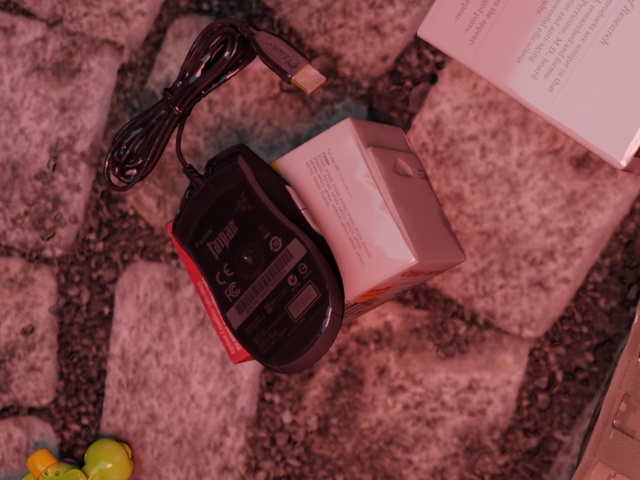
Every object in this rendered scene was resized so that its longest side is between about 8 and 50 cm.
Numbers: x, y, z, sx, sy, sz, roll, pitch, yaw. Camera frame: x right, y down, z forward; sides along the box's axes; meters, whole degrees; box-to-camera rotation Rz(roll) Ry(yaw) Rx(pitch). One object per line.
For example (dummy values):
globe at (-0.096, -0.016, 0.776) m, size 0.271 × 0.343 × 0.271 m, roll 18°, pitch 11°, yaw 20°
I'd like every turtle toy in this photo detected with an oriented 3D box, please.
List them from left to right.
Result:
turtle toy at (-0.215, 0.223, 1.402) m, size 0.130 × 0.066 × 0.095 m, roll -45°, pitch 76°, yaw 16°

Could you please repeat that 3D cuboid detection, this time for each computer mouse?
computer mouse at (-0.035, -0.039, 1.192) m, size 0.184 × 0.060 × 0.262 m, roll -52°, pitch 60°, yaw 18°

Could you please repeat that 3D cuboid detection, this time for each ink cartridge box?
ink cartridge box at (0.000, 0.000, 1.277) m, size 0.176 × 0.128 × 0.127 m, roll -30°, pitch 79°, yaw 20°

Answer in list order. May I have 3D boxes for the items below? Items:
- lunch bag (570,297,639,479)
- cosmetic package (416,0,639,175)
lunch bag at (0.294, 0.195, 1.150) m, size 0.235 × 0.169 × 0.287 m, roll 23°, pitch 107°, yaw 17°
cosmetic package at (0.201, -0.158, 1.181) m, size 0.184 × 0.151 × 0.151 m, roll 36°, pitch 103°, yaw 16°
